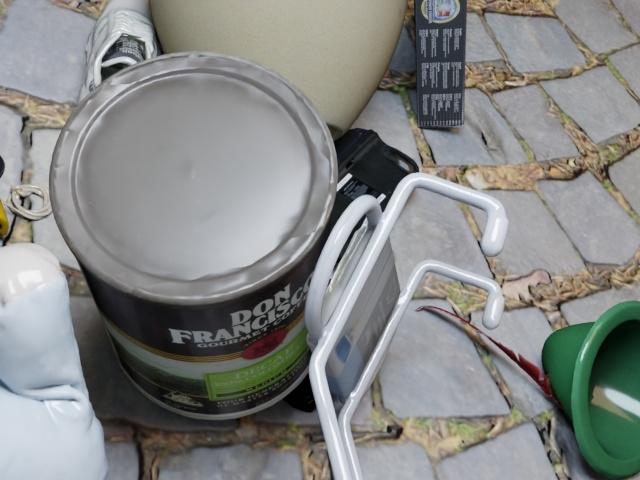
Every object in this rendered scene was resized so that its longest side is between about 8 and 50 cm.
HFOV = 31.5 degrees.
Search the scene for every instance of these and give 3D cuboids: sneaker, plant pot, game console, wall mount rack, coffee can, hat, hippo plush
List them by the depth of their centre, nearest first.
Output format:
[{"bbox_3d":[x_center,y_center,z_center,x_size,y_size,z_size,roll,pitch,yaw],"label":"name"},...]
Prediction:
[{"bbox_3d":[-0.281,0.156,0.768,0.236,0.234,0.294,-43,119,-49],"label":"hippo plush"},{"bbox_3d":[-0.090,0.009,0.913,0.201,0.275,0.202,0,65,-1],"label":"coffee can"},{"bbox_3d":[0.057,0.123,0.923,0.130,0.350,0.304,22,74,16],"label":"wall mount rack"},{"bbox_3d":[0.000,0.000,1.171,0.213,0.044,0.361,38,47,6],"label":"game console"},{"bbox_3d":[-0.202,-0.193,1.194,0.090,0.095,0.235,14,47,-15],"label":"sneaker"},{"bbox_3d":[-0.042,-0.203,1.194,0.284,0.284,0.191,2,82,-26],"label":"plant pot"},{"bbox_3d":[0.248,0.133,1.200,0.173,0.183,0.209,-31,113,-34],"label":"hat"}]

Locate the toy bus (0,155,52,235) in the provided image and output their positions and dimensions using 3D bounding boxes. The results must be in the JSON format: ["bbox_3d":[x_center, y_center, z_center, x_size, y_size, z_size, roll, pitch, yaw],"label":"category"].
[{"bbox_3d":[-0.346,-0.050,0.991,0.191,0.104,0.202,28,46,-3],"label":"toy bus"}]

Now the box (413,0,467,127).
[{"bbox_3d":[0.139,-0.303,1.343,0.060,0.270,0.216,-2,48,5],"label":"box"}]
